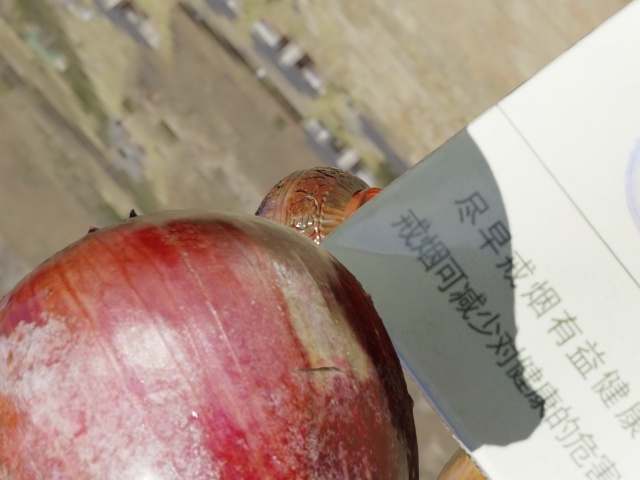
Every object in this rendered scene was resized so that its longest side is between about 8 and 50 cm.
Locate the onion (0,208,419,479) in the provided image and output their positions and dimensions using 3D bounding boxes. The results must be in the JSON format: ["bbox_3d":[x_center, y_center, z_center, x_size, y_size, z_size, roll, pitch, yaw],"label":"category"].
[{"bbox_3d":[-0.029,0.084,0.574,0.195,0.159,0.159,52,172,28],"label":"onion"}]

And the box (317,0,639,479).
[{"bbox_3d":[0.147,-0.009,0.763,0.164,0.256,0.069,53,179,6],"label":"box"}]

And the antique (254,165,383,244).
[{"bbox_3d":[0.000,0.000,1.222,0.104,0.104,0.104,45,169,12],"label":"antique"}]

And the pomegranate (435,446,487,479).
[{"bbox_3d":[0.162,0.182,0.897,0.248,0.248,0.248,45,169,12],"label":"pomegranate"}]
